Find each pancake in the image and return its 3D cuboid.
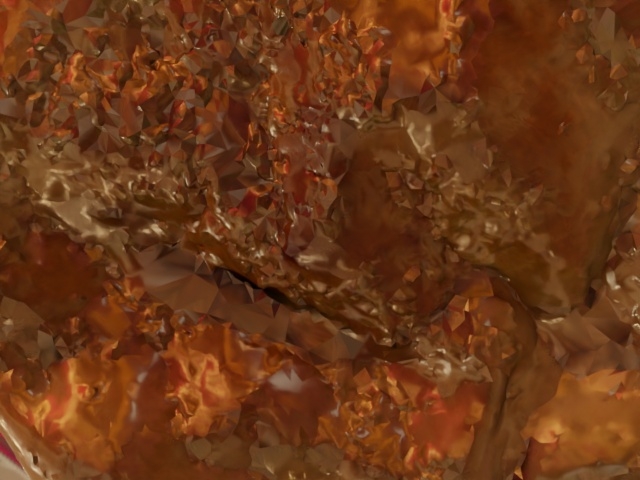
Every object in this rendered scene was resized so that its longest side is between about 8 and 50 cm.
[{"bbox_3d":[0.000,-0.001,0.431,0.082,0.387,0.387,-50,-56,-73],"label":"pancake"}]
